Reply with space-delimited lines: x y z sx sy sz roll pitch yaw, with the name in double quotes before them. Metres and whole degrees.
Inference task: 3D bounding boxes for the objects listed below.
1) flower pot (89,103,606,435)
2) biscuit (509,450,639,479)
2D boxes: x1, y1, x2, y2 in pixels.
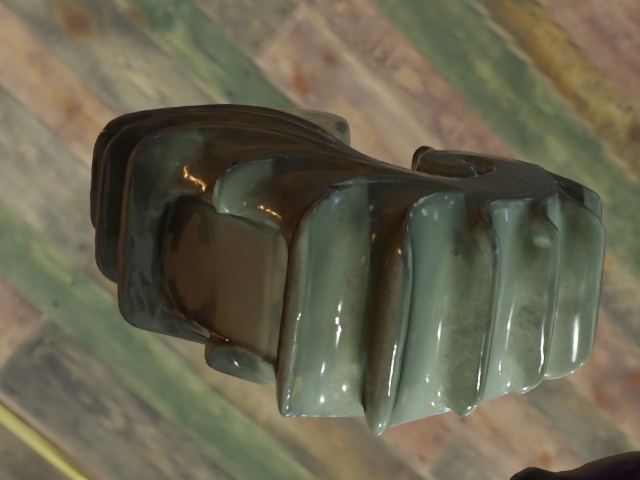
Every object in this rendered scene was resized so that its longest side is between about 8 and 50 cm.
"flower pot" 0.000 0.000 1.200 0.368 0.254 0.164 23 115 42
"biscuit" 0.074 0.192 0.426 0.103 0.332 0.332 42 166 -28
